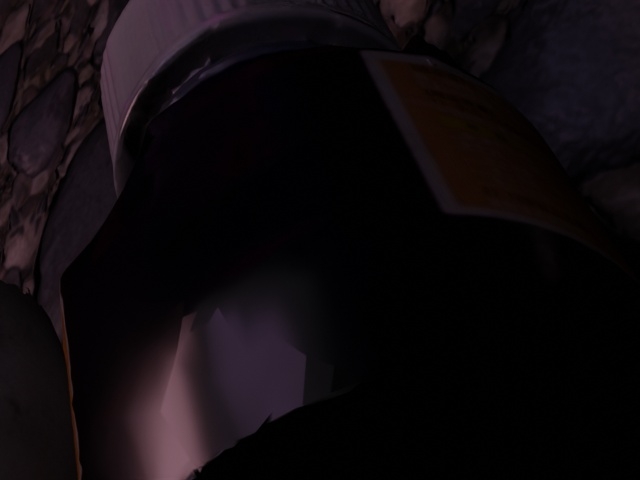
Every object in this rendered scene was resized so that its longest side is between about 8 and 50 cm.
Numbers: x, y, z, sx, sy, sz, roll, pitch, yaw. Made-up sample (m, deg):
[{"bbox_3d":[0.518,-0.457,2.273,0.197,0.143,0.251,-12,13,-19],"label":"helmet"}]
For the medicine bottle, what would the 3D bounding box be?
[{"bbox_3d":[0.000,0.000,0.667,0.242,0.242,0.395,-46,33,23],"label":"medicine bottle"}]

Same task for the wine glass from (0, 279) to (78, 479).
[{"bbox_3d":[-0.222,0.187,0.867,0.190,0.190,0.357,-42,48,27],"label":"wine glass"}]
